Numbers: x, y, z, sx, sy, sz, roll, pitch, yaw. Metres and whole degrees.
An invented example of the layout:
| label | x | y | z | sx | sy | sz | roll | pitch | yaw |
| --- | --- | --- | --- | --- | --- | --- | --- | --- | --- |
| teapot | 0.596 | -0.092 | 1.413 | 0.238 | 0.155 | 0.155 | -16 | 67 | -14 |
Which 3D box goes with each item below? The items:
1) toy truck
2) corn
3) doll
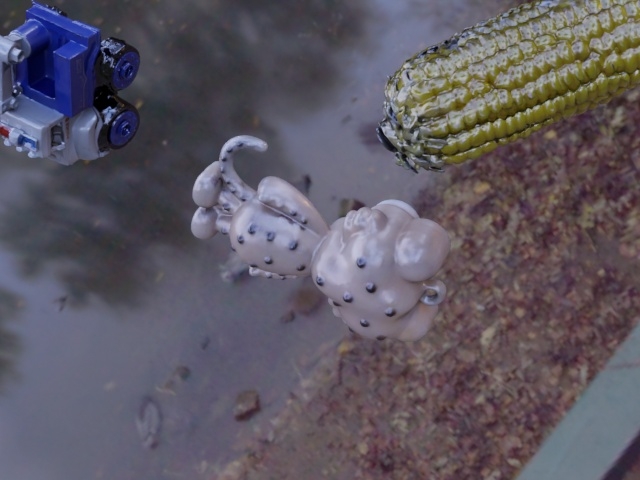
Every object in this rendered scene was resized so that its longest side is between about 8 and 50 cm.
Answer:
| label | x | y | z | sx | sy | sz | roll | pitch | yaw |
| --- | --- | --- | --- | --- | --- | --- | --- | --- | --- |
| toy truck | -0.349 | -0.196 | 1.228 | 0.161 | 0.213 | 0.177 | 25 | 42 | 15 |
| corn | 0.193 | -0.151 | 0.769 | 0.318 | 0.115 | 0.115 | -22 | 45 | 5 |
| doll | -0.001 | 0.001 | 0.939 | 0.278 | 0.154 | 0.119 | 28 | 44 | 7 |
